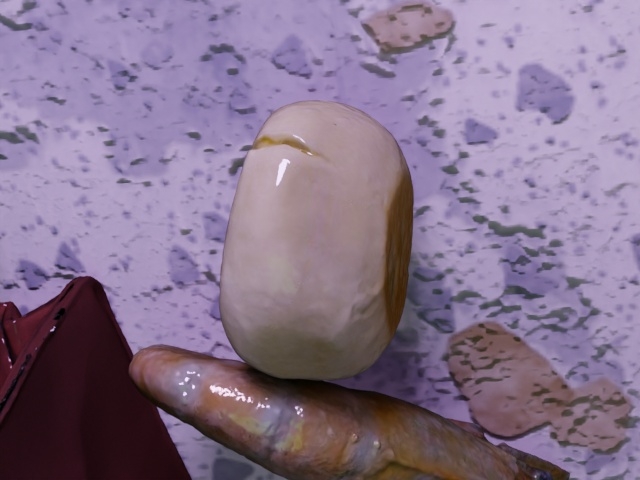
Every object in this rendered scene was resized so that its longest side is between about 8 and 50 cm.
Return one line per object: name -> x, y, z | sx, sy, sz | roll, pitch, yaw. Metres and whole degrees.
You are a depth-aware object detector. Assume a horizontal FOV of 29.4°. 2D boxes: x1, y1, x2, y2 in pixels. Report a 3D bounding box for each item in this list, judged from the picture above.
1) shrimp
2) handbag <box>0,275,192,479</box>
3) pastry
shrimp -> 0.026, 0.128, 0.762 | 0.317, 0.168, 0.077 | 24, 84, -25
handbag -> -0.152, 0.184, 0.720 | 0.084, 0.275, 0.260 | -12, 118, 12
pastry -> 0.000, 0.000, 0.664 | 0.092, 0.156, 0.156 | 2, 119, 11
